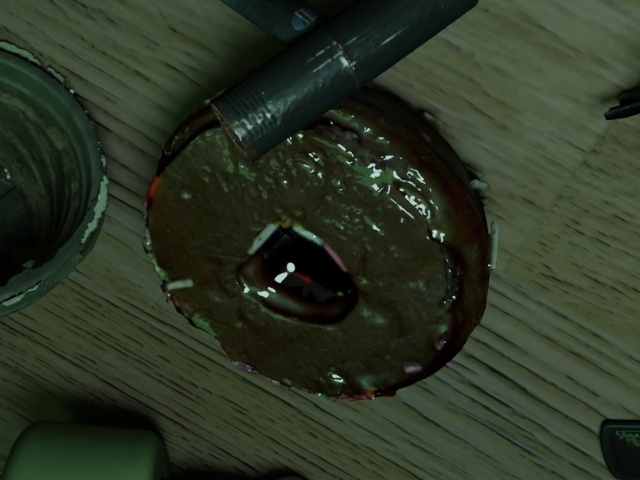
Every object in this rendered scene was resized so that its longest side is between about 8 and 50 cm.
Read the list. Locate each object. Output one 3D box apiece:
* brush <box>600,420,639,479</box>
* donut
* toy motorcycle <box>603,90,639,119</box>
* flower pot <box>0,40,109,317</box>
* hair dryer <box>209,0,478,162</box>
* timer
[{"bbox_3d":[0.314,0.166,0.703,0.193,0.016,0.063,-5,122,27],"label":"brush"},{"bbox_3d":[0.000,0.000,0.667,0.269,0.103,0.270,13,128,17],"label":"donut"},{"bbox_3d":[0.323,-0.071,0.469,0.212,0.125,0.358,46,127,-1],"label":"toy motorcycle"},{"bbox_3d":[-0.285,-0.029,0.721,0.235,0.236,0.140,32,154,-1],"label":"flower pot"},{"bbox_3d":[-0.024,-0.165,0.583,0.195,0.173,0.050,53,172,27],"label":"hair dryer"},{"bbox_3d":[-0.120,0.309,0.871,0.315,0.291,0.291,-3,126,-3],"label":"timer"}]
